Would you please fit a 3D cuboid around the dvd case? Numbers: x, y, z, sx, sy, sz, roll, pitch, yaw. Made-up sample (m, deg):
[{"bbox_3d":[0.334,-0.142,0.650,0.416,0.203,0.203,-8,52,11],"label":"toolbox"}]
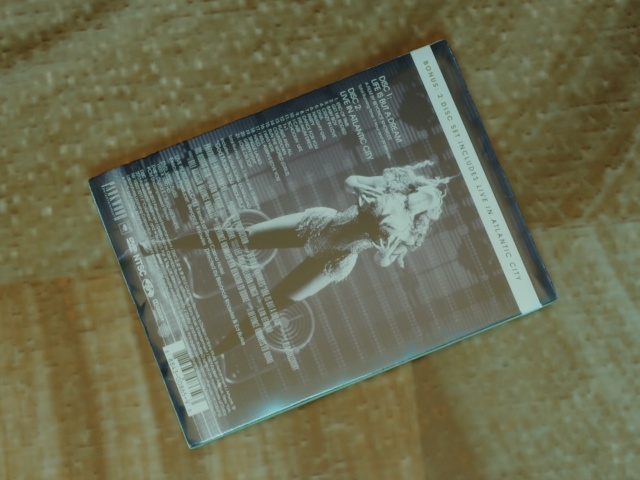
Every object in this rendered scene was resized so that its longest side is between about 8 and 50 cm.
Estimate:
[{"bbox_3d":[0.000,0.000,0.834,0.221,0.018,0.164,-22,81,-2],"label":"dvd case"}]
